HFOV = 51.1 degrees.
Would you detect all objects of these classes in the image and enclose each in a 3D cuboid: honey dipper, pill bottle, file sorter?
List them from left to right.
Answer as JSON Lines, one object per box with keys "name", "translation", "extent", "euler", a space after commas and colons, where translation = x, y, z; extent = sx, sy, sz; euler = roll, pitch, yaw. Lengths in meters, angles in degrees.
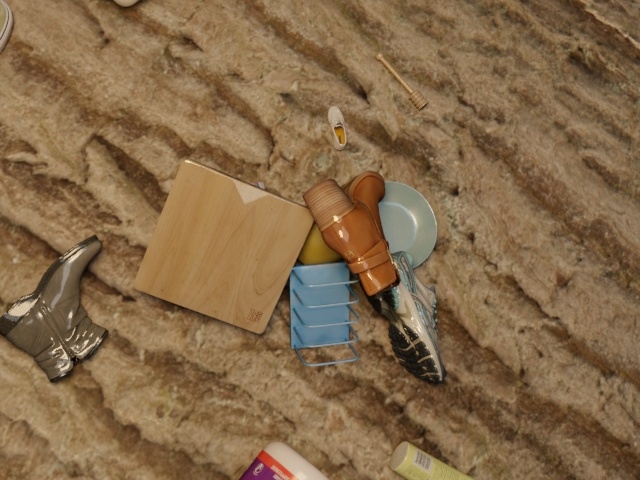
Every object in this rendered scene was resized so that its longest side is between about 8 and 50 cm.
{"name": "pill bottle", "translation": [-0.113, 0.519, 1.139], "extent": [0.181, 0.181, 0.323], "euler": [41, 71, -1]}
{"name": "file sorter", "translation": [0.010, 0.139, 1.263], "extent": [0.118, 0.104, 0.170], "euler": [-5, 108, -14]}
{"name": "honey dipper", "translation": [0.179, -0.360, 1.494], "extent": [0.030, 0.030, 0.160], "euler": [-39, 87, -18]}

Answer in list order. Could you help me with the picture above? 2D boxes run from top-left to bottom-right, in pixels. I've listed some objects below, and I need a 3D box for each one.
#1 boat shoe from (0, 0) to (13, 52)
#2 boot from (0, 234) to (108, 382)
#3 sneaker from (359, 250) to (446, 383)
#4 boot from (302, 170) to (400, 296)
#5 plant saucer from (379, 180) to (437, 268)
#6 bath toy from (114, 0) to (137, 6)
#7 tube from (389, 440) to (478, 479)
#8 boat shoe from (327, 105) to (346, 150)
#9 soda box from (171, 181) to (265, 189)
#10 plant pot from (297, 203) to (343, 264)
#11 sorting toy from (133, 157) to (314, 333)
{"name": "boat shoe", "translation": [-0.700, -0.354, 1.249], "extent": [0.109, 0.094, 0.302], "euler": [38, 72, -2]}
{"name": "boot", "translation": [-0.446, 0.123, 1.217], "extent": [0.161, 0.083, 0.246], "euler": [42, 77, -8]}
{"name": "sneaker", "translation": [0.195, 0.149, 1.328], "extent": [0.122, 0.110, 0.282], "euler": [-31, 100, -30]}
{"name": "boot", "translation": [0.095, -0.015, 1.247], "extent": [0.109, 0.283, 0.220], "euler": [-35, 82, 20]}
{"name": "plant saucer", "translation": [0.148, -0.027, 1.405], "extent": [0.195, 0.037, 0.194], "euler": [3, 77, -12]}
{"name": "bath toy", "translation": [-0.490, -0.602, 1.349], "extent": [0.349, 0.129, 0.151], "euler": [27, 117, -4]}
{"name": "tube", "translation": [0.247, 0.478, 1.304], "extent": [0.240, 0.062, 0.070], "euler": [33, 116, -9]}
{"name": "boat shoe", "translation": [0.038, -0.244, 1.430], "extent": [0.035, 0.035, 0.100], "euler": [-4, 78, -14]}
{"name": "soda box", "translation": [-0.201, -0.077, 1.319], "extent": [0.183, 0.063, 0.058], "euler": [-4, 79, -14]}
{"name": "plant pot", "translation": [0.000, 0.000, 1.323], "extent": [0.134, 0.134, 0.095], "euler": [37, 114, -3]}
{"name": "sorting toy", "translation": [-0.178, 0.007, 1.251], "extent": [0.256, 0.089, 0.257], "euler": [22, 102, -12]}
